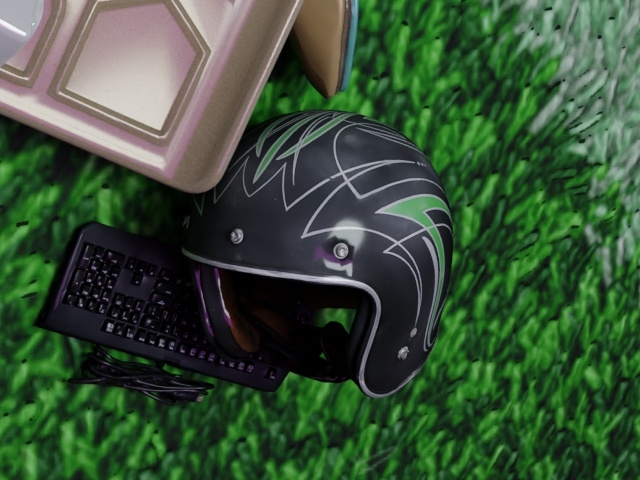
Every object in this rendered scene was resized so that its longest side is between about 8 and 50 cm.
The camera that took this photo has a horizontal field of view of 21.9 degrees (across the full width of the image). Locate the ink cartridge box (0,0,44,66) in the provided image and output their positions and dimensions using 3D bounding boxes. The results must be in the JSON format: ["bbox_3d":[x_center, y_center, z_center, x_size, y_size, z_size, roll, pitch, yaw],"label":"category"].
[{"bbox_3d":[-0.237,-0.177,0.714,0.237,0.100,0.172,25,50,-30],"label":"ink cartridge box"}]

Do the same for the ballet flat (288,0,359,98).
[{"bbox_3d":[-0.008,-0.201,0.976,0.073,0.080,0.232,4,105,-8],"label":"ballet flat"}]

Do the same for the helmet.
[{"bbox_3d":[0.000,0.000,0.992,0.169,0.169,0.161,-28,125,-24],"label":"helmet"}]

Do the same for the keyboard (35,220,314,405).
[{"bbox_3d":[-0.083,0.060,1.035,0.192,0.038,0.100,20,96,-38],"label":"keyboard"}]

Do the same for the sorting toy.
[{"bbox_3d":[-0.100,-0.204,0.894,0.229,0.041,0.307,24,93,-23],"label":"sorting toy"}]
